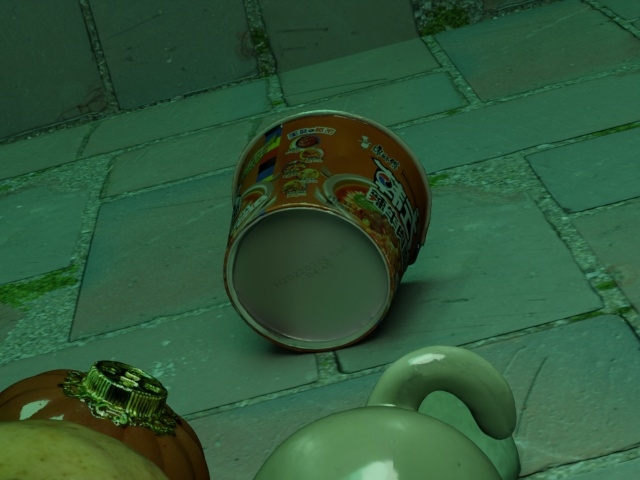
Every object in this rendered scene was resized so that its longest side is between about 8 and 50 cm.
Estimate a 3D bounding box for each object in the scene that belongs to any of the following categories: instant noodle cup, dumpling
[{"bbox_3d":[0.000,0.000,1.877,0.250,0.250,0.192,-10,28,15],"label":"instant noodle cup"},{"bbox_3d":[0.093,0.186,1.381,0.105,0.149,0.217,-53,-4,41],"label":"dumpling"}]

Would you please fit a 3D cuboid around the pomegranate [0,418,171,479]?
[{"bbox_3d":[-0.212,0.276,1.075,0.322,0.322,0.322,-13,18,4],"label":"pomegranate"}]

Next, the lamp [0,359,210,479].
[{"bbox_3d":[-0.207,0.209,1.447,0.223,0.196,0.223,24,10,-5],"label":"lamp"}]

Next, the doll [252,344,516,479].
[{"bbox_3d":[0.044,0.252,1.111,0.215,0.226,0.370,16,29,-5],"label":"doll"}]
